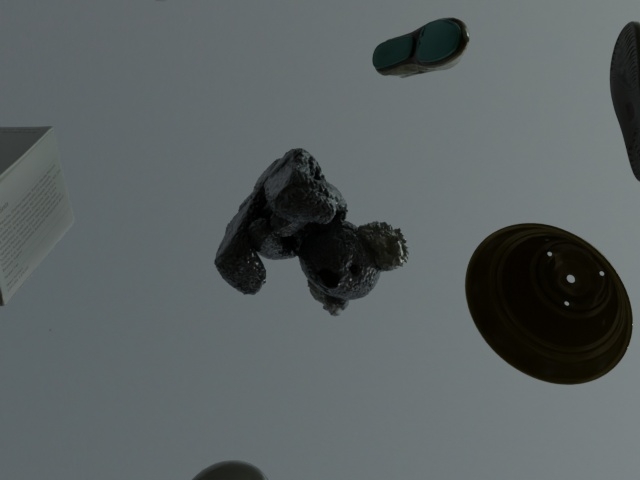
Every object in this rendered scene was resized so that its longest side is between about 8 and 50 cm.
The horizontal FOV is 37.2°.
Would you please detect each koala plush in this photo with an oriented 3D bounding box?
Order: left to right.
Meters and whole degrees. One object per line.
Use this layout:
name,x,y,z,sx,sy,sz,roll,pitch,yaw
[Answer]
koala plush,0.000,0.000,1.324,0.221,0.203,0.196,37,-64,-16

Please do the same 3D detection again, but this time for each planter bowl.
planter bowl,0.296,0.063,1.182,0.090,0.217,0.217,-32,-86,-45

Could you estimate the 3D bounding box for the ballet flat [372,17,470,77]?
ballet flat,0.122,-0.211,1.054,0.052,0.168,0.057,14,-93,-31

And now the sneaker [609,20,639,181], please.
sneaker,0.461,-0.183,1.259,0.118,0.083,0.222,-3,-102,-11

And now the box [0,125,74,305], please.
box,-0.375,-0.031,0.967,0.181,0.182,0.119,2,-60,10

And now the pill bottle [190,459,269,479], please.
pill bottle,-0.086,0.402,1.252,0.130,0.130,0.246,-41,-42,-15
